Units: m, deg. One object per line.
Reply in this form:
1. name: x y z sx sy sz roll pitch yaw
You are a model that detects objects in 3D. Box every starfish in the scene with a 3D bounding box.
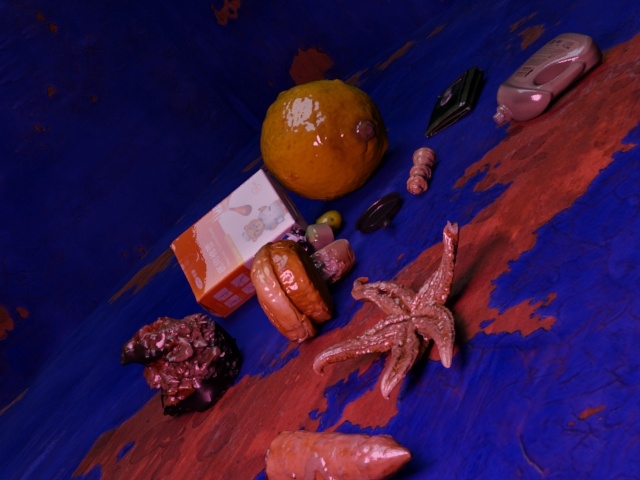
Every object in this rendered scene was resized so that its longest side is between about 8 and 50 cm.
1. starfish: 0.139 0.116 1.311 0.327 0.094 0.375 -55 25 -10

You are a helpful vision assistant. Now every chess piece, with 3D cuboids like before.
1. chess piece: 0.238 -0.160 1.910 0.060 0.060 0.172 -31 21 30

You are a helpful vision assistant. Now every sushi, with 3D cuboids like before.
1. sushi: -0.306 0.249 1.763 0.238 0.218 0.225 -36 20 18

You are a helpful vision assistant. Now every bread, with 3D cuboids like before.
1. bread: 0.017 0.057 1.774 0.106 0.082 0.125 -19 -15 -47
2. bread: -0.062 0.096 1.645 0.120 0.198 0.236 -32 15 7

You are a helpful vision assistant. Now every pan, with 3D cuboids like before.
1. pan: 0.143 -0.053 1.880 0.136 0.028 0.235 -40 13 6

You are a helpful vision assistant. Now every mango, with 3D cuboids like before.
1. mango: 0.023 -0.048 2.099 0.073 0.056 0.108 -37 12 -6

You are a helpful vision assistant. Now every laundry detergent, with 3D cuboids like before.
1. laundry detergent: 0.483 -0.345 1.769 0.253 0.091 0.181 -41 21 -2

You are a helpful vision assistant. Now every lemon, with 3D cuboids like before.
1. lemon: 0.014 -0.280 2.242 0.350 0.350 0.387 -47 24 -21

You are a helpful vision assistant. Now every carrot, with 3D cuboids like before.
1. carrot: 0.030 0.296 1.087 0.263 0.102 0.102 -22 24 46

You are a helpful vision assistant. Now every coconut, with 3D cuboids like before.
1. coconut: 0.000 0.000 1.986 0.081 0.083 0.082 -5 -22 -35

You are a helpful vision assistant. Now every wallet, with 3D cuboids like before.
1. wallet: 0.368 -0.386 2.226 0.160 0.055 0.236 -37 15 39

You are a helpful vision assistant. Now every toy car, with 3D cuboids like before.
1. toy car: -0.080 0.048 1.952 0.080 0.070 0.170 -155 84 -73

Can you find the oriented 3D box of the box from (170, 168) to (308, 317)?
1. box: -0.209 0.011 2.141 0.341 0.143 0.225 -39 54 9
